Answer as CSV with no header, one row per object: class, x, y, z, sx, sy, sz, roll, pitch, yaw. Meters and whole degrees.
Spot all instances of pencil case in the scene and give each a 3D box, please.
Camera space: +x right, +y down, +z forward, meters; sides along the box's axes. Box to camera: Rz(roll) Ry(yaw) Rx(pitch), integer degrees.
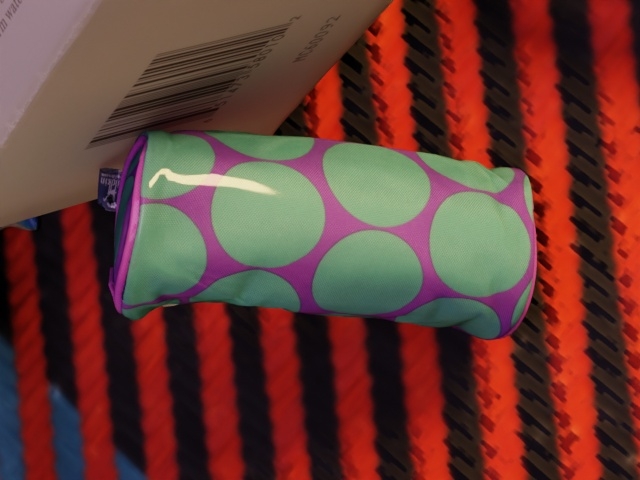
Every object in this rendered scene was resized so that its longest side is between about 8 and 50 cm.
pencil case,0.000,0.000,0.613,0.064,0.152,0.070,-107,28,-51

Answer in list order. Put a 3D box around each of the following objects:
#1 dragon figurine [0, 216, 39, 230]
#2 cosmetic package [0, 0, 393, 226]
dragon figurine,-0.178,-0.015,0.721,0.085,0.144,0.289,-29,98,19
cosmetic package,-0.123,-0.211,0.622,0.197,0.155,0.365,-41,71,53
